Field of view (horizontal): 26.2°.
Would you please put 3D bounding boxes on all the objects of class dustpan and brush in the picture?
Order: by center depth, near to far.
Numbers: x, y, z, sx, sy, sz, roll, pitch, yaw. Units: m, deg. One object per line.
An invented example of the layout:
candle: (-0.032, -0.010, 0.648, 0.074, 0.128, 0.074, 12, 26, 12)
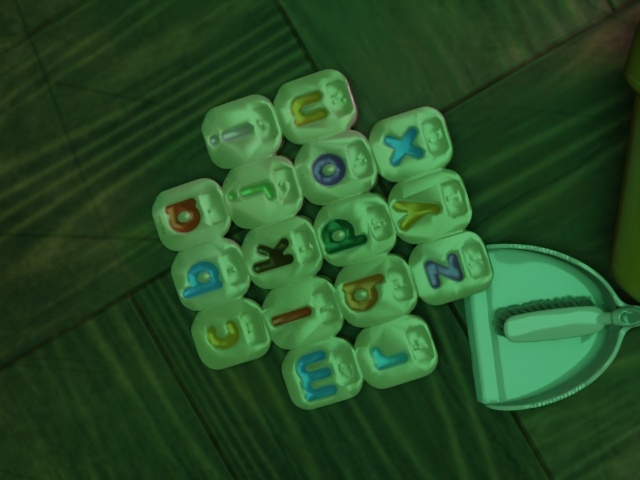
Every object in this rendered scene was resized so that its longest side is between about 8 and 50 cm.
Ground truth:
dustpan and brush: (0.232, 0.067, 1.185, 0.211, 0.060, 0.147, -7, 92, 6)

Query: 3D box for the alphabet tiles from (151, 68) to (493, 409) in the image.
alphabet tiles: (0.000, 0.000, 1.220, 0.278, 0.021, 0.284, -18, 91, 12)

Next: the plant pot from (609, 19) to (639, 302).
plant pot: (0.347, -0.056, 1.089, 0.254, 0.254, 0.239, 18, 111, 5)
